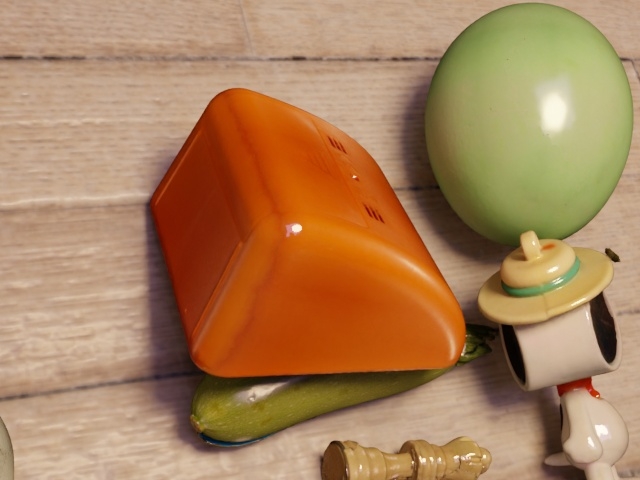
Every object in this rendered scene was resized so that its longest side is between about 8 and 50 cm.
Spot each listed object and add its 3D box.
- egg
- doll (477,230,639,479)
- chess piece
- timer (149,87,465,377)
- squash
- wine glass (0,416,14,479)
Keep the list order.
[{"bbox_3d":[0.223,-0.124,1.052,0.220,0.220,0.270,9,74,-19],"label":"egg"},{"bbox_3d":[0.260,0.137,0.967,0.208,0.144,0.272,36,38,-60],"label":"doll"},{"bbox_3d":[0.089,0.216,0.932,0.172,0.060,0.060,2,65,-25],"label":"chess piece"},{"bbox_3d":[0.000,0.000,0.911,0.250,0.161,0.257,15,32,-31],"label":"timer"},{"bbox_3d":[0.030,0.113,0.936,0.340,0.094,0.095,-12,72,-27],"label":"squash"},{"bbox_3d":[-0.305,0.140,0.760,0.126,0.126,0.241,-2,64,-24],"label":"wine glass"}]
